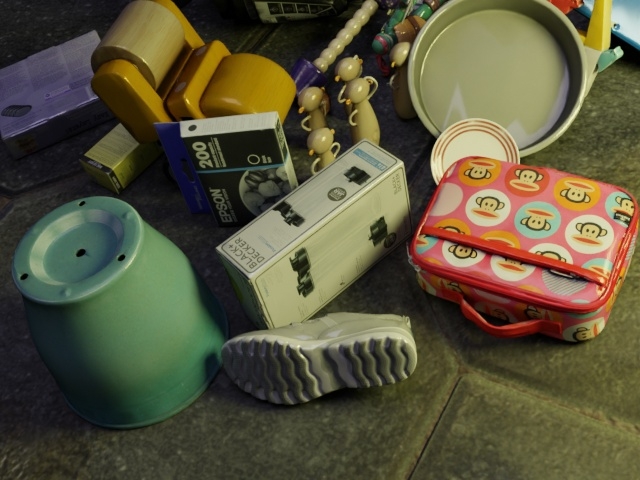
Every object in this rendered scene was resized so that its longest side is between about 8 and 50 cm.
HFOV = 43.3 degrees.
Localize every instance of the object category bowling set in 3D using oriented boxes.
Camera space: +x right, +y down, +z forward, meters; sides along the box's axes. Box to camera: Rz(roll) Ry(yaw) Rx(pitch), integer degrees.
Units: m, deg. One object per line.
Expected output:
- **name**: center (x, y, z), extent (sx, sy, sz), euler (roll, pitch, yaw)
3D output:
- **bowling set**: center (0.023, -0.240, 1.402), extent (0.199, 0.154, 0.287), euler (28, 61, 32)

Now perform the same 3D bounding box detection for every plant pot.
- **plant pot**: center (-0.292, 0.085, 1.140), extent (0.271, 0.255, 0.272), euler (-7, 49, 8)

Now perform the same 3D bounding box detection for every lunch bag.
- **lunch bag**: center (0.281, 0.020, 1.150), extent (0.293, 0.120, 0.258), euler (16, 60, 26)

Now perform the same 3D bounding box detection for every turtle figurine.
- **turtle figurine**: center (0.176, -0.393, 1.506), extent (0.234, 0.175, 0.118), euler (-34, 32, -25)

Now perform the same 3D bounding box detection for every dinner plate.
- **dinner plate**: center (0.248, -0.126, 1.298), extent (0.141, 0.017, 0.141), euler (0, 90, 7)

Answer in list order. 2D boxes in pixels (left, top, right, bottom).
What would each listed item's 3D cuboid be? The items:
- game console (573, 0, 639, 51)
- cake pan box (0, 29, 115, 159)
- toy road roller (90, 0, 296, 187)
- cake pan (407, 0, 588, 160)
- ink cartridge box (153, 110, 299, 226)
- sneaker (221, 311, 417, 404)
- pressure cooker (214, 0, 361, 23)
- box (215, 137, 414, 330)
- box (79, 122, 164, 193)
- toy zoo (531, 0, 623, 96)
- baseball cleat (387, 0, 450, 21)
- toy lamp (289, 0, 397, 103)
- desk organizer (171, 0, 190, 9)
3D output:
- **game console**: center (0.589, -0.447, 1.435), extent (0.293, 0.173, 0.250), euler (33, 28, -2)
- **cake pan box**: center (-0.539, -0.309, 1.663), extent (0.266, 0.070, 0.246), euler (-26, 51, -8)
- **toy road roller**: center (-0.195, -0.258, 1.364), extent (0.240, 0.329, 0.203), euler (-11, 44, 35)
- **cake pan**: center (0.291, -0.272, 1.344), extent (0.293, 0.054, 0.293), euler (-1, 83, 6)
- **ink cartridge box**: center (-0.147, -0.107, 1.300), extent (0.208, 0.206, 0.045), euler (-3, 46, 13)
- **sneaker**: center (0.000, 0.157, 1.132), extent (0.281, 0.105, 0.115), euler (-4, 20, 13)
- **pressure cooker**: center (-0.103, -0.639, 1.633), extent (0.420, 0.370, 0.376), euler (-8, 45, 3)
- **box**: center (0.000, 0.000, 1.197), extent (0.290, 0.169, 0.087), euler (-39, 52, -17)
- **box**: center (-0.337, -0.195, 1.520), extent (0.087, 0.058, 0.232), euler (24, 60, 30)
- **toy zoo**: center (0.384, -0.365, 1.394), extent (0.293, 0.192, 0.030), euler (29, 43, 33)
- **baseball cleat**: center (0.214, -0.458, 1.596), extent (0.109, 0.072, 0.206), euler (26, 64, 24)
- **toy lamp**: center (0.033, -0.375, 1.535), extent (0.080, 0.080, 0.275), euler (33, 80, 34)
- **desk organizer**: center (-0.325, -0.568, 1.842), extent (0.050, 0.047, 0.130), euler (31, 63, 36)
